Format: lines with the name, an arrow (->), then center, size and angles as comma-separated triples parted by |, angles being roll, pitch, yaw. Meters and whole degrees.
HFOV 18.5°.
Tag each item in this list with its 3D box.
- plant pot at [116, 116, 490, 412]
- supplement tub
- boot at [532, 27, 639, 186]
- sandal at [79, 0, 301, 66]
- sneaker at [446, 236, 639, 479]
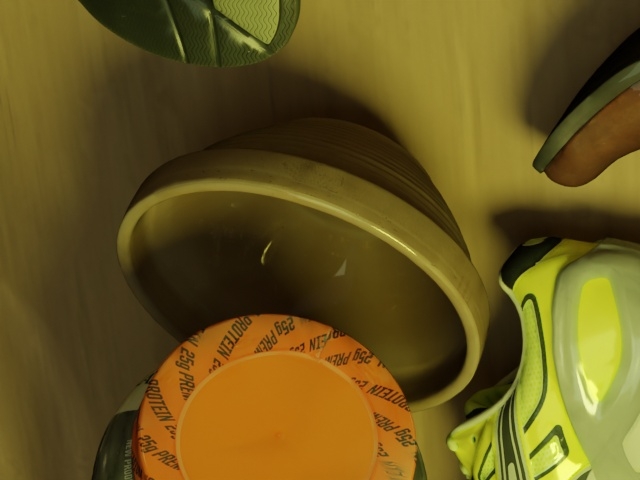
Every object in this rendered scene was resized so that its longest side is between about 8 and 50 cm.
plant pot -> 0.000, 0.000, 1.235 | 0.237, 0.110, 0.237 | 15, 147, 10
supplement tub -> -0.048, 0.198, 1.257 | 0.207, 0.207, 0.338 | 23, 147, 5
boot -> 0.294, -0.027, 1.146 | 0.264, 0.096, 0.280 | -38, 97, 30
sandal -> -0.137, -0.208, 1.215 | 0.302, 0.086, 0.120 | 27, 129, 20
sneaker -> 0.157, 0.167, 1.294 | 0.147, 0.145, 0.385 | 21, 113, 18
